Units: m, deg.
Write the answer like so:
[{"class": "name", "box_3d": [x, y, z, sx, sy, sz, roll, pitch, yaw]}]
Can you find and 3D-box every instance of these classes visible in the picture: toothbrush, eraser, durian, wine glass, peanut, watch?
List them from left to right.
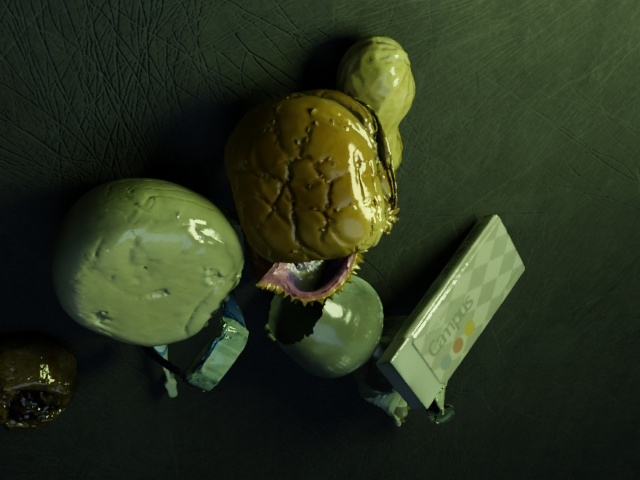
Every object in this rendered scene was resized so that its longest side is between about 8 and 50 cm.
[{"class": "toothbrush", "box_3d": [-0.346, 0.205, 1.902, 0.040, 0.040, 0.386, -12, 133, -8]}, {"class": "watch", "box_3d": [-0.258, 0.194, 1.736, 0.068, 0.274, 0.276, 31, 107, -33]}, {"class": "durian", "box_3d": [0.011, 0.007, 1.728, 0.154, 0.186, 0.260, 33, 95, -4]}, {"class": "wine glass", "box_3d": [0.053, 0.194, 1.900, 0.238, 0.238, 0.323, -42, 129, 19]}, {"class": "peanut", "box_3d": [0.093, -0.226, 1.600, 0.147, 0.147, 0.305, -4, 133, -15]}, {"class": "wine glass", "box_3d": [0.268, 0.364, 2.166, 0.072, 0.155, 0.072, -10, 133, -10]}, {"class": "eraser", "box_3d": [0.279, 0.152, 1.879, 0.397, 0.082, 0.213, -51, 128, -20]}]

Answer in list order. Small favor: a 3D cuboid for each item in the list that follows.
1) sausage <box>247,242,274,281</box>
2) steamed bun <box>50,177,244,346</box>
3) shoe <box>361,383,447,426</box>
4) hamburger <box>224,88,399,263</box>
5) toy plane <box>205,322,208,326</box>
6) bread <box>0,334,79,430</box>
[{"class": "sausage", "box_3d": [-0.088, -0.016, 1.748, 0.109, 0.109, 0.270, -4, 130, -15]}, {"class": "steamed bun", "box_3d": [-0.319, 0.015, 1.611, 0.312, 0.233, 0.334, 29, 119, -33]}, {"class": "shoe", "box_3d": [0.256, 0.327, 2.074, 0.316, 0.159, 0.124, -25, 151, -21]}, {"class": "hamburger", "box_3d": [-0.017, -0.111, 1.524, 0.318, 0.158, 0.319, 7, 109, 21]}, {"class": "toy plane", "box_3d": [-0.253, 0.154, 1.893, 0.080, 0.033, 0.083, -18, 140, -4]}, {"class": "bread", "box_3d": [-0.610, 0.301, 1.845, 0.230, 0.123, 0.230, -10, 130, -12]}]
